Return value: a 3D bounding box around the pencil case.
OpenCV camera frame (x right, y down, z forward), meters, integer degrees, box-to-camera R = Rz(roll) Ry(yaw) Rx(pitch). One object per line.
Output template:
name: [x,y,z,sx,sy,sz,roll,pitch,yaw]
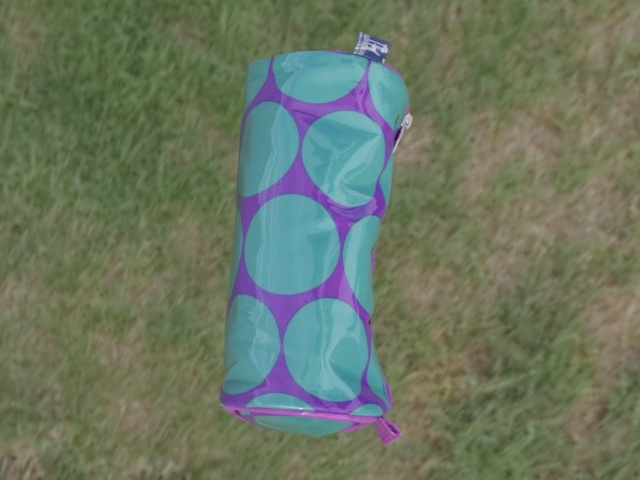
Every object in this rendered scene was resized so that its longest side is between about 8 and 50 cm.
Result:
pencil case: [0.000,0.000,0.626,0.070,0.064,0.152,9,74,-13]
